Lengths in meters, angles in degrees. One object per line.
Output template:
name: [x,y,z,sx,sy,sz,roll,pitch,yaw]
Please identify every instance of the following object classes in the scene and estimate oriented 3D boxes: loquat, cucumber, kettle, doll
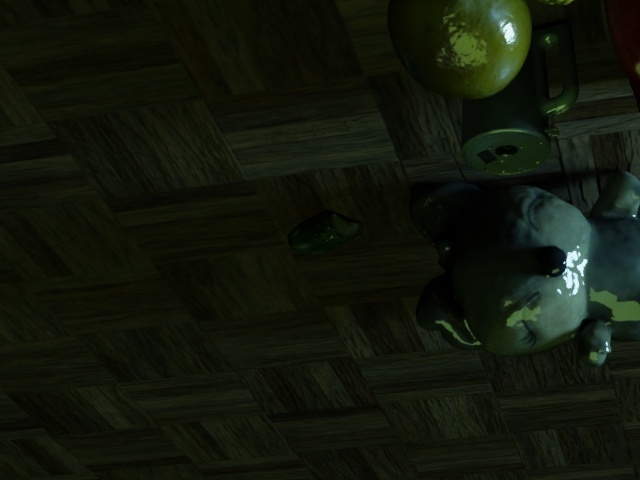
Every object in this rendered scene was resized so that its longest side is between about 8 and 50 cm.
loquat: [0.143,-0.225,1.683,0.152,0.152,0.195,-3,148,5]
cucumber: [0.000,0.000,2.235,0.067,0.035,0.107,20,148,-36]
kettle: [0.211,-0.164,1.804,0.098,0.148,0.127,16,150,-24]
doll: [0.294,0.072,2.163,0.382,0.252,0.378,7,152,0]

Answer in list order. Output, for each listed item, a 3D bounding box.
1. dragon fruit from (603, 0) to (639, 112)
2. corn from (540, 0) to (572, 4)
dragon fruit: [0.488,-0.171,1.714,0.329,0.228,0.286,-13,148,26]
corn: [0.184,-0.316,1.566,0.101,0.101,0.292,-15,148,26]
